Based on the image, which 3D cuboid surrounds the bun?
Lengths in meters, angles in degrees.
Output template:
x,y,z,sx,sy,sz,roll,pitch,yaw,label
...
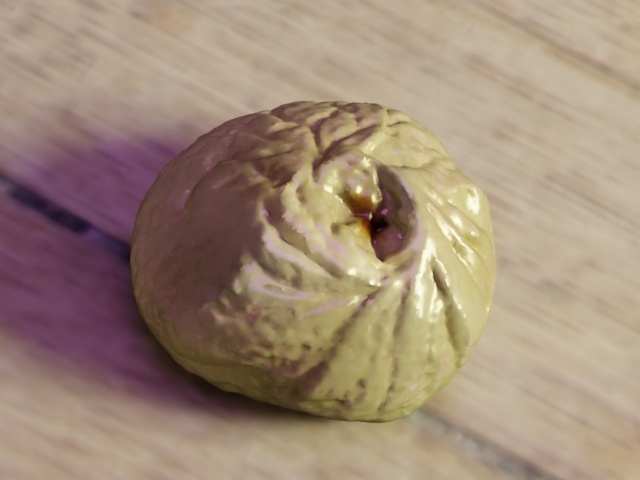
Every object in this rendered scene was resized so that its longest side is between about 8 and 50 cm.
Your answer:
x,y,z,sx,sy,sz,roll,pitch,yaw,label
0.000,0.000,0.527,0.115,0.069,0.115,6,54,-8,bun
